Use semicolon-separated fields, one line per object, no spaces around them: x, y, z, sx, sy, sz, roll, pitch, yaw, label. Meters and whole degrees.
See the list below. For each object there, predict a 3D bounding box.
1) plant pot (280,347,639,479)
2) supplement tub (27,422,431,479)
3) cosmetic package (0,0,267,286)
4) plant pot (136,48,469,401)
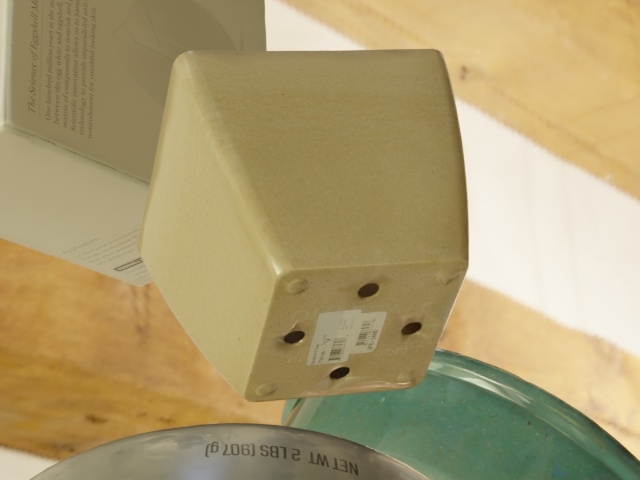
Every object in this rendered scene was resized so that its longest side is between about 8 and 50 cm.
0.031;0.299;0.999;0.341;0.341;0.334;54;-129;-17;plant pot
-0.026;0.213;0.389;0.207;0.207;0.338;50;-164;-22;supplement tub
-0.159;-0.116;1.056;0.225;0.138;0.224;24;-125;-45;cosmetic package
0.000;0.000;0.602;0.109;0.109;0.096;-3;-133;-21;plant pot
